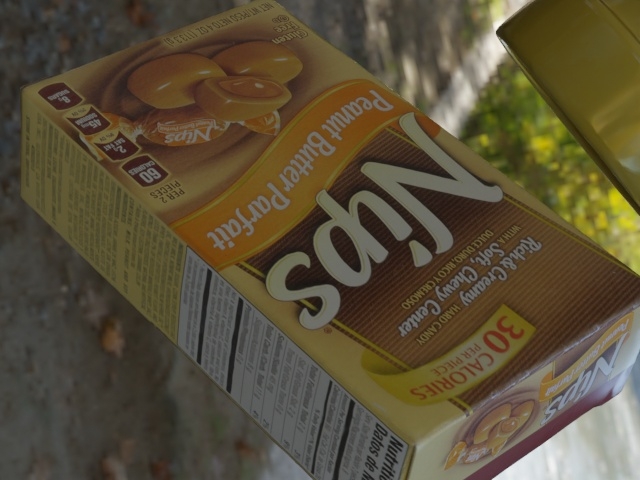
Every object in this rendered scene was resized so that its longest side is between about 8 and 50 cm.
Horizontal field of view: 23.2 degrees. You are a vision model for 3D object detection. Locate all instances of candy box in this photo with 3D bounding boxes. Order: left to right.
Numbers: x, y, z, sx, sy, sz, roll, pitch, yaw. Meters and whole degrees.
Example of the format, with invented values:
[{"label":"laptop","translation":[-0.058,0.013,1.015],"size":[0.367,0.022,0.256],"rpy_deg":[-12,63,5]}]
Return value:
[{"label":"candy box","translation":[0.000,0.000,0.845],"size":[0.316,0.183,0.087],"rpy_deg":[40,-40,30]}]

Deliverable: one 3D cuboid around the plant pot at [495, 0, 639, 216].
[{"label":"plant pot","translation":[0.321,-0.160,1.353],"size":[0.254,0.239,0.254],"rpy_deg":[49,7,-9]}]
